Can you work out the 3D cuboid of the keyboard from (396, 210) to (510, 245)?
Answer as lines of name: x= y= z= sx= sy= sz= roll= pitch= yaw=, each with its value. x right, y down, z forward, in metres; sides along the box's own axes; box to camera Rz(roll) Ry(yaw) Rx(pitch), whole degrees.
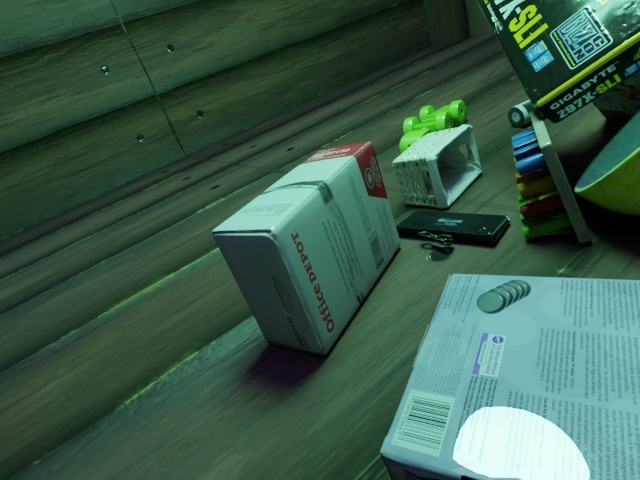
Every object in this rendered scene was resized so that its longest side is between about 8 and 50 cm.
keyboard: x=0.215 y=-0.019 z=0.702 sx=0.180 sy=0.023 sz=0.108 roll=7 pitch=30 yaw=43

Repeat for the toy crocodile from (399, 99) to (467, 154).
toy crocodile: x=0.313 y=-0.301 z=1.101 sx=0.115 sy=0.105 sz=0.340 roll=0 pitch=28 yaw=36

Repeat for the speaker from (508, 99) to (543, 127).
speaker: x=0.549 y=-0.336 z=1.039 sx=0.136 sy=0.055 sz=0.055 roll=-25 pitch=27 yaw=-11

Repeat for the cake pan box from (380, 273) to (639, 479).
cake pan box: x=0.211 y=0.132 z=0.365 sx=0.245 sy=0.070 sz=0.267 roll=-4 pitch=30 yaw=34

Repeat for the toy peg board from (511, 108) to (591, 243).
toy peg board: x=0.327 y=-0.090 z=0.623 sx=0.079 sy=0.161 sz=0.161 roll=-23 pitch=21 yaw=32

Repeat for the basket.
basket: x=0.238 y=-0.150 z=0.837 sx=0.103 sy=0.113 sz=0.167 roll=5 pitch=35 yaw=47

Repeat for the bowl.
bowl: x=0.501 y=-0.126 z=0.520 sx=0.156 sy=0.289 sz=0.289 roll=43 pitch=56 yaw=13

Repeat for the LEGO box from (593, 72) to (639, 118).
LEGO box: x=0.667 y=-0.346 z=0.606 sx=0.372 sy=0.193 sz=0.500 roll=17 pitch=2 yaw=-37

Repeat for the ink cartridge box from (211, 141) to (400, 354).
ink cartridge box: x=0.000 y=0.000 z=0.614 sx=0.114 sy=0.197 sz=0.273 roll=-1 pitch=31 yaw=36

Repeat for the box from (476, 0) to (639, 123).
box: x=0.389 y=-0.374 z=0.600 sx=0.257 sy=0.079 sz=0.322 roll=-36 pitch=51 yaw=41
